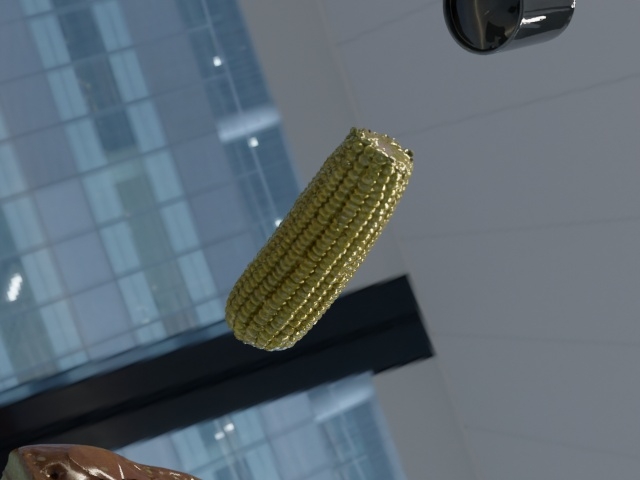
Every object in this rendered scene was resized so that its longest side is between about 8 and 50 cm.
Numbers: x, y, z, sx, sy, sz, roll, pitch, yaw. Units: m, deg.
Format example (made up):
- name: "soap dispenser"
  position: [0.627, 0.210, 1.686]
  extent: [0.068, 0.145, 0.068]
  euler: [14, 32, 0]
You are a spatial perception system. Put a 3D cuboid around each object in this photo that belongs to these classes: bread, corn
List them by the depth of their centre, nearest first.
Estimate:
- name: "corn"
  position: [0.000, 0.000, 0.800]
  extent: [0.063, 0.085, 0.165]
  euler: [45, -71, 31]
- name: "bread"
  position: [-0.189, 0.297, 1.167]
  extent: [0.110, 0.234, 0.184]
  euler: [-60, -144, 13]

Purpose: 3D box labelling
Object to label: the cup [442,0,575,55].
- name: "cup"
  position: [0.145, -0.197, 0.924]
  extent: [0.078, 0.077, 0.100]
  euler: [-25, -98, 48]
